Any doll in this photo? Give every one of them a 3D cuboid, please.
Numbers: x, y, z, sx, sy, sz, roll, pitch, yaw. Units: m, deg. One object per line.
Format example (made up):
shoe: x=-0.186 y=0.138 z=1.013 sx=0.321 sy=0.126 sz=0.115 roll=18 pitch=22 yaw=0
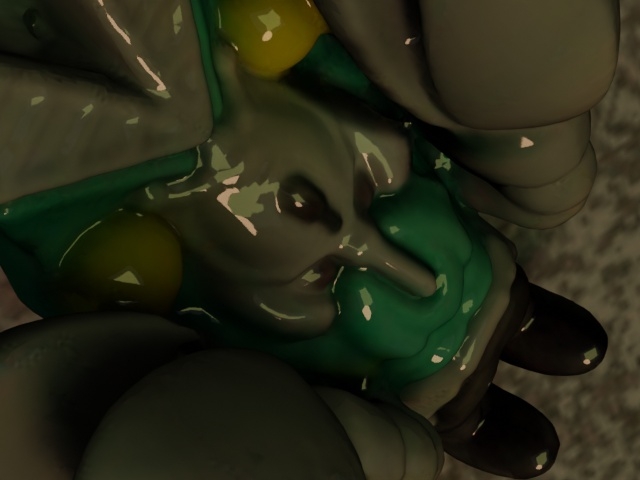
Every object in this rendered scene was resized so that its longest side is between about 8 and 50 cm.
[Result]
doll: x=0.004 y=-0.020 z=0.482 sx=0.258 sy=0.153 sz=0.195 roll=-2 pitch=101 yaw=-46
